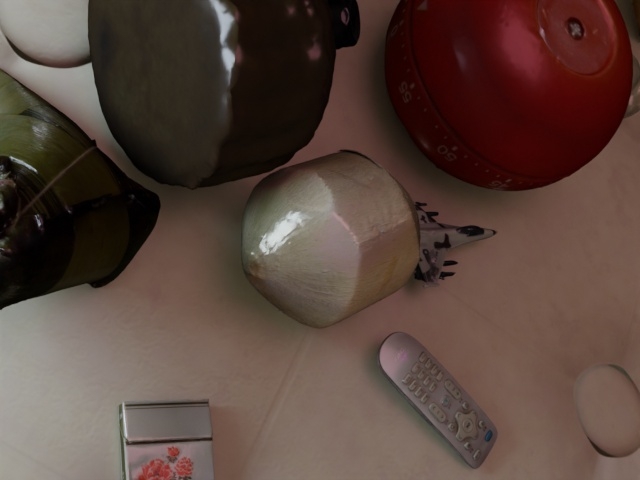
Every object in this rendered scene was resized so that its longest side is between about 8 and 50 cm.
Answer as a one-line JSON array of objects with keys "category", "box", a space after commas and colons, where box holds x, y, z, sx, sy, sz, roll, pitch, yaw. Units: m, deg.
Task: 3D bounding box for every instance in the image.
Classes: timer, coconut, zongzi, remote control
[{"category": "timer", "box": [0.284, -0.264, 1.449, 0.378, 0.279, 0.378, 10, 69, -28]}, {"category": "coconut", "box": [0.000, 0.000, 1.227, 0.234, 0.224, 0.224, -29, 87, -28]}, {"category": "zongzi", "box": [-0.355, -0.080, 1.050, 0.317, 0.154, 0.289, 48, 15, 8]}, {"category": "remote control", "box": [0.155, 0.217, 1.332, 0.229, 0.044, 0.073, 47, 59, -16]}]

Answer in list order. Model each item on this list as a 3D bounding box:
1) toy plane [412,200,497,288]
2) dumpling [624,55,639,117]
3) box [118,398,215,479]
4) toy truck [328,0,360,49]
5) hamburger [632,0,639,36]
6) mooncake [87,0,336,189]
[{"category": "toy plane", "box": [0.158, -0.002, 1.404, 0.234, 0.082, 0.160, 5, 58, -44]}, {"category": "dumpling", "box": [0.480, -0.285, 1.690, 0.134, 0.100, 0.169, -44, 122, 0]}, {"category": "box", "box": [-0.175, 0.284, 1.123, 0.109, 0.029, 0.198, 3, 71, -29]}, {"category": "toy truck", "box": [-0.027, -0.372, 1.355, 0.147, 0.224, 0.165, -1, 51, 16]}, {"category": "hamburger", "box": [0.751, -0.526, 1.750, 0.396, 0.396, 0.277, 23, 62, -21]}, {"category": "mooncake", "box": [-0.132, -0.225, 1.174, 0.187, 0.324, 0.324, -18, 81, -39]}]
